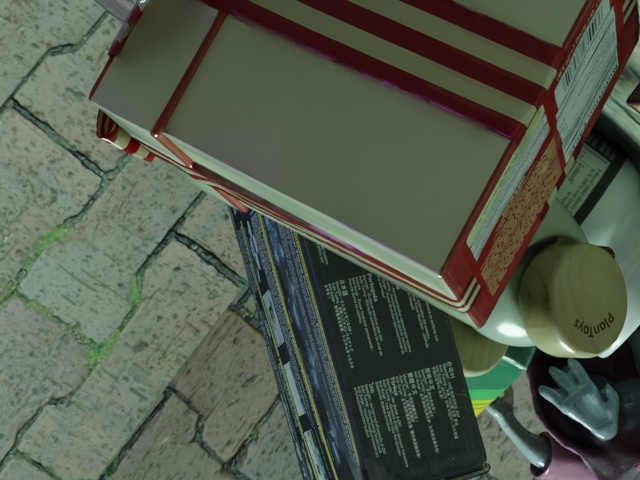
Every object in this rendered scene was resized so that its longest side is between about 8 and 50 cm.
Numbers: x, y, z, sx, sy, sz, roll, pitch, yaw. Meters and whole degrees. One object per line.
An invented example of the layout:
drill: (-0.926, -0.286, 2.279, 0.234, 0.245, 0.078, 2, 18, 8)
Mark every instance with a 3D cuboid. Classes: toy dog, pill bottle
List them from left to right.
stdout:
toy dog: (0.139, -0.059, 1.368, 0.220, 0.161, 0.333, 17, 123, 38)
pill bottle: (0.160, -0.038, 1.531, 0.278, 0.162, 0.162, 37, 177, 3)

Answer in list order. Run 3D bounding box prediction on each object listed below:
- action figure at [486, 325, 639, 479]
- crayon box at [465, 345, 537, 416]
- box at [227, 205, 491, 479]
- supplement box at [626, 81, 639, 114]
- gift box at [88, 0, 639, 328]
action figure: (0.317, 0.161, 1.794, 0.276, 0.248, 0.370, 51, 173, 34)
crayon box: (0.156, 0.059, 1.758, 0.083, 0.203, 0.323, 28, 159, -1)
box: (0.000, 0.000, 1.390, 0.318, 0.097, 0.395, 124, 132, -79)
supplement box: (0.231, -0.083, 1.133, 0.055, 0.043, 0.083, 38, 176, -13)
gift box: (0.026, -0.124, 1.087, 0.258, 0.255, 0.276, 27, 171, 15)
